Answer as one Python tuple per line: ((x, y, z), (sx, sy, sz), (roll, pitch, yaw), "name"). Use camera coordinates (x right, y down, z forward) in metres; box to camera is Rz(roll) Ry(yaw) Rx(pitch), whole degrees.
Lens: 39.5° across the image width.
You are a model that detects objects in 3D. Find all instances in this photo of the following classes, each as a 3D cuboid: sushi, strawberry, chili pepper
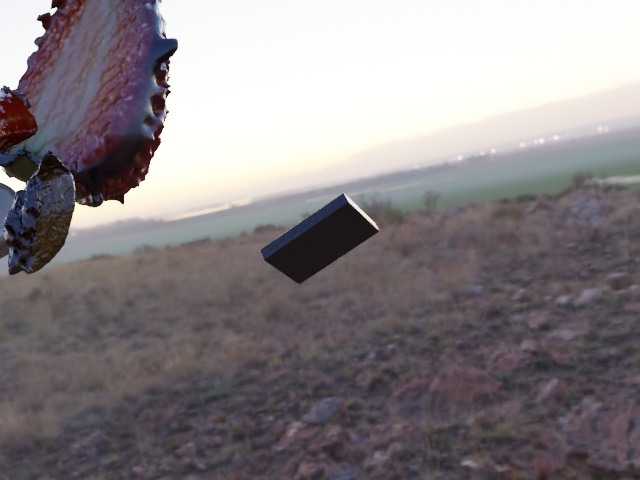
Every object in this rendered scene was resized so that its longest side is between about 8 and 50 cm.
((-0.226, -0.019, 0.706), (0.050, 0.099, 0.047), (-5, -16, 41), "sushi")
((-0.243, -0.175, 1.039), (0.234, 0.306, 0.138), (15, -17, 31), "strawberry")
((-0.319, -0.102, 0.813), (0.088, 0.064, 0.169), (-1, 14, -6), "chili pepper")

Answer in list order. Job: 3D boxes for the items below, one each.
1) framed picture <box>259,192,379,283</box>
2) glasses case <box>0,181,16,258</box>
((0.000, 0.000, 1.478), (0.168, 0.023, 0.128), (-34, -33, 11), "framed picture")
((-0.401, 0.004, 0.939), (0.196, 0.083, 0.050), (-36, -21, -37), "glasses case")
